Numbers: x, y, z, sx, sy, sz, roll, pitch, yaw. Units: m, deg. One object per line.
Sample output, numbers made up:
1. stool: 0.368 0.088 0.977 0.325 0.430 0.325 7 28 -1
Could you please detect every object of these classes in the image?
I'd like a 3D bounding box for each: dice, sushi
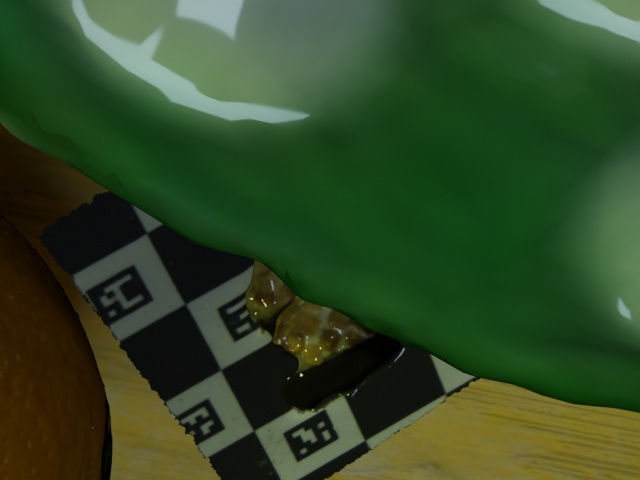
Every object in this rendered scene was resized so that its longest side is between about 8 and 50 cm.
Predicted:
1. dice: 0.082 -0.161 0.385 0.287 0.297 0.300 25 136 -16
2. sushi: 0.000 0.000 0.761 0.192 0.050 0.215 -33 132 -3

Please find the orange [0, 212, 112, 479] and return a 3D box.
1. orange: -0.222 0.089 0.733 0.274 0.274 0.274 3 139 3
